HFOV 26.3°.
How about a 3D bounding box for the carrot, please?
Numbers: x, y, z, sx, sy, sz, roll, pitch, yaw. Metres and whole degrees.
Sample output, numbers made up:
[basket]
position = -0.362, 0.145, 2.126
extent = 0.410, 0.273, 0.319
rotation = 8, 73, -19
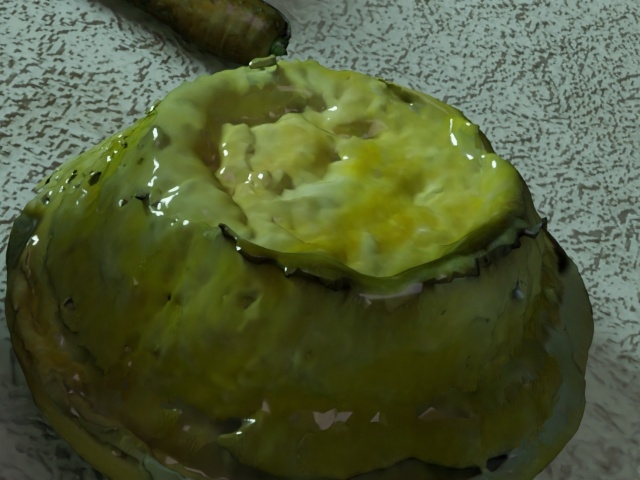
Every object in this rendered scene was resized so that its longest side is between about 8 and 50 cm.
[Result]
[carrot]
position = -0.135, -0.179, 0.914
extent = 0.254, 0.049, 0.049
rotation = 25, 49, 1

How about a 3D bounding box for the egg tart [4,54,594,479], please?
[egg tart]
position = 0.000, 0.000, 0.746
extent = 0.345, 0.132, 0.345
rotation = 8, 39, -7
